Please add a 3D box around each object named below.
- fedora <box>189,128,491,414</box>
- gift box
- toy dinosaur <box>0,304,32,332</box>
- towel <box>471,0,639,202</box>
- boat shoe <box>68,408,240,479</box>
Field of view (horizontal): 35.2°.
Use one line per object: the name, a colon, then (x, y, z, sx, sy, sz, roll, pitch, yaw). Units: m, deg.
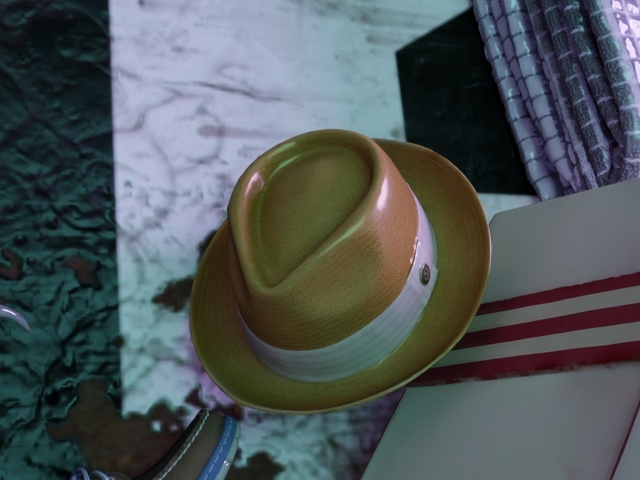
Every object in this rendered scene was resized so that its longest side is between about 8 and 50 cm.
fedora: (0.000, 0.000, 0.564, 0.194, 0.079, 0.194, -12, 50, 14)
gift box: (0.189, 0.106, 0.517, 0.276, 0.258, 0.255, 38, 62, -24)
toy dinosaur: (-0.310, 0.011, 0.465, 0.314, 0.121, 0.160, -17, 66, -30)
towel: (0.250, -0.156, 0.742, 0.235, 0.121, 0.283, -7, 75, -24)
boat shoe: (-0.113, 0.152, 0.522, 0.066, 0.066, 0.183, 40, 63, -3)
